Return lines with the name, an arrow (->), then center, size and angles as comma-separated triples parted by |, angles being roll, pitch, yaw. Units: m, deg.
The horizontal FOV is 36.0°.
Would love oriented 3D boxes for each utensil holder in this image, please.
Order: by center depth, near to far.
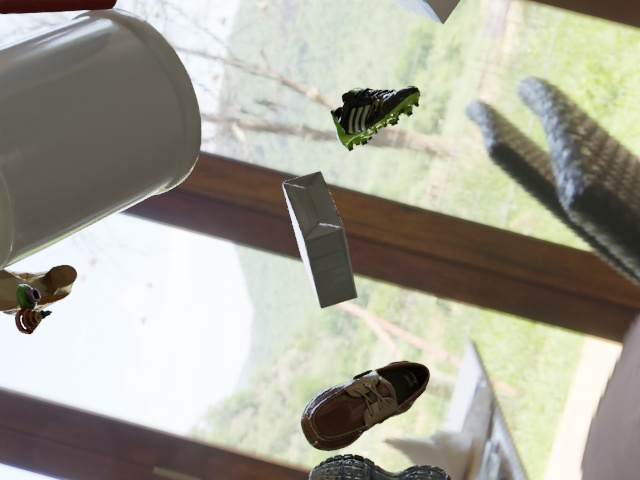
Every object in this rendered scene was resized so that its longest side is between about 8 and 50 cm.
utensil holder -> -0.435, -0.160, 1.553 | 0.385, 0.328, 0.327 | -36, -31, -45

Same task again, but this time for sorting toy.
sorting toy -> -0.504, 0.120, 1.737 | 0.061, 0.042, 0.102 | 54, -156, -50

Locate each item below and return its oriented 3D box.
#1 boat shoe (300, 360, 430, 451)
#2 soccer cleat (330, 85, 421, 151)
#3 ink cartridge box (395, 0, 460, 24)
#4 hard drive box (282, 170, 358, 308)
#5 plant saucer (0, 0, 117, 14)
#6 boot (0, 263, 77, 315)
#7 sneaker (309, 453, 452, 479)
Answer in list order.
boat shoe -> 0.093, 0.308, 1.928 | 0.324, 0.123, 0.116 | -22, -18, -45
soccer cleat -> 0.066, -0.175, 1.303 | 0.060, 0.072, 0.179 | -27, 0, -32
ink cartridge box -> 0.198, -0.502, 1.936 | 0.092, 0.143, 0.090 | -56, -40, -2
hard drive box -> 0.000, 0.000, 2.096 | 0.232, 0.089, 0.181 | 78, 174, -49
plant saucer -> -0.380, -0.455, 1.409 | 0.258, 0.048, 0.259 | -20, -62, -50
boot -> -0.696, 0.129, 2.194 | 0.211, 0.295, 0.104 | -36, 68, 54
sneaker -> 0.121, 0.526, 2.029 | 0.111, 0.297, 0.129 | -73, -10, -53
